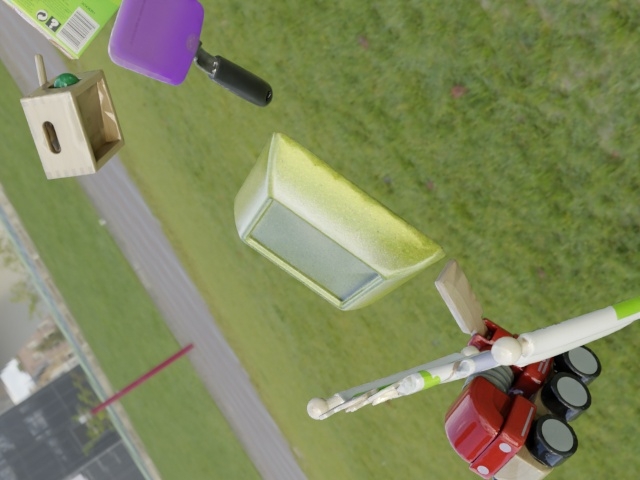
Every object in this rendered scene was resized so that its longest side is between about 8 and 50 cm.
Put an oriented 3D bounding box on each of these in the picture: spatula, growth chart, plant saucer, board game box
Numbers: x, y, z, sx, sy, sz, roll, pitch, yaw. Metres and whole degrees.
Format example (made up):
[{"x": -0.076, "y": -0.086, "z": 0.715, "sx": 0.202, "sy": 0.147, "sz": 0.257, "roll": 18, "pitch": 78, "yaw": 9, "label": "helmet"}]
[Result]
[{"x": -0.110, "y": -0.178, "z": 0.833, "sx": 0.030, "sy": 0.084, "sz": 0.296, "roll": 18, "pitch": -178, "yaw": 18, "label": "spatula"}, {"x": 0.101, "y": 0.079, "z": 0.549, "sx": 0.237, "sy": 0.172, "sz": 0.021, "roll": -34, "pitch": 72, "yaw": 57, "label": "growth chart"}, {"x": 0.000, "y": 0.000, "z": 0.806, "sx": 0.188, "sy": 0.045, "sz": 0.188, "roll": 35, "pitch": 156, "yaw": -4, "label": "plant saucer"}, {"x": -0.293, "y": -0.377, "z": 1.102, "sx": 0.124, "sy": 0.259, "sz": 0.039, "roll": 42, "pitch": 166, "yaw": -32, "label": "board game box"}]

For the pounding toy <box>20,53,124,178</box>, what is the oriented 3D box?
[{"x": -0.341, "y": -0.172, "z": 1.120, "sx": 0.130, "sy": 0.100, "sz": 0.141, "roll": -72, "pitch": -27, "yaw": -62, "label": "pounding toy"}]

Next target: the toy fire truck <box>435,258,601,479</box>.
[{"x": 0.221, "y": 0.166, "z": 1.082, "sx": 0.246, "sy": 0.217, "sz": 0.158, "roll": 33, "pitch": 134, "yaw": 6, "label": "toy fire truck"}]
